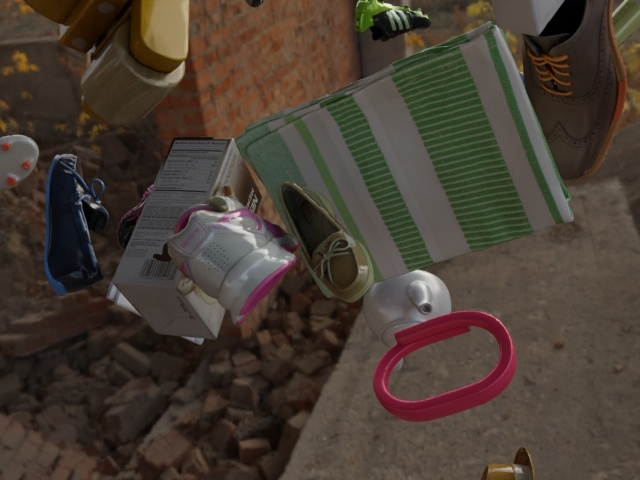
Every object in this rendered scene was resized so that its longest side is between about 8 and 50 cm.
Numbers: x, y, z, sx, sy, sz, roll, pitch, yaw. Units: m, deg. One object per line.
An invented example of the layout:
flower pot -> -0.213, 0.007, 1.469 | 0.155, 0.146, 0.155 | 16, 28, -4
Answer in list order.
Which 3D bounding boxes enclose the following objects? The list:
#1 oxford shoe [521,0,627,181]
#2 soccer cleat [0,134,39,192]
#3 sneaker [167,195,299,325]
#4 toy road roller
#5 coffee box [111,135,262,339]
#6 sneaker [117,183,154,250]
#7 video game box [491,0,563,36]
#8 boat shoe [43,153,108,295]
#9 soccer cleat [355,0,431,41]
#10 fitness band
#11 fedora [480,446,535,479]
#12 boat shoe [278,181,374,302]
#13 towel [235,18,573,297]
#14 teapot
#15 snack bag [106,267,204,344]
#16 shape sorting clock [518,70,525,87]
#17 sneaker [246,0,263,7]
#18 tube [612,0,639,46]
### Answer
oxford shoe -> 0.283, -0.223, 0.850 | 0.130, 0.364, 0.132 | 15, 39, 39
soccer cleat -> -0.464, -0.084, 0.975 | 0.196, 0.068, 0.076 | -37, 25, 12
sneaker -> -0.091, 0.003, 0.725 | 0.103, 0.111, 0.252 | -49, 5, -3
toy road roller -> -0.349, -0.365, 1.094 | 0.240, 0.330, 0.202 | 13, -30, -39
coffee box -> -0.175, -0.007, 0.985 | 0.098, 0.141, 0.247 | 3, 55, 18
sneaker -> -0.269, -0.034, 1.094 | 0.057, 0.047, 0.119 | 24, 80, 53
video game box -> 0.178, -0.296, 0.530 | 0.048, 0.205, 0.187 | 29, 72, 38
boat shoe -> -0.372, -0.027, 1.104 | 0.089, 0.109, 0.258 | -9, 61, -6
soccer cleat -> 0.132, -0.402, 1.312 | 0.178, 0.072, 0.060 | -2, 19, -38
fitness band -> 0.242, 0.249, 1.409 | 0.290, 0.054, 0.209 | -21, 41, 11
fedora -> 0.306, 0.442, 1.195 | 0.079, 0.194, 0.194 | 9, 28, 6
boat shoe -> 0.001, -0.002, 0.694 | 0.056, 0.048, 0.153 | -42, 47, 17
towel -> 0.090, -0.074, 0.805 | 0.324, 0.248, 0.038 | -19, 21, 26
teapot -> 0.228, 0.213, 1.868 | 0.252, 0.256, 0.187 | -22, 46, 27
snack bag -> -0.299, 0.031, 1.580 | 0.037, 0.323, 0.343 | 9, 70, 31
shape sorting clock -> 0.269, -0.199, 1.178 | 0.206, 0.206, 0.040 | 4, -11, 22
sneaker -> -0.214, -0.577, 1.478 | 0.108, 0.271, 0.100 | -44, 54, 6
tube -> 0.545, -0.386, 1.325 | 0.062, 0.240, 0.070 | 52, 16, 26
